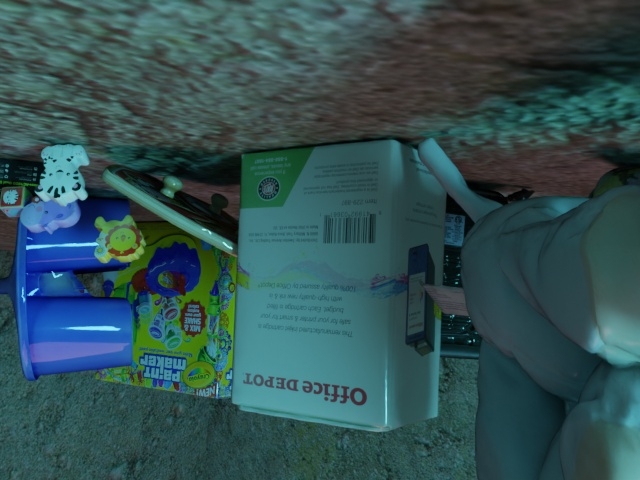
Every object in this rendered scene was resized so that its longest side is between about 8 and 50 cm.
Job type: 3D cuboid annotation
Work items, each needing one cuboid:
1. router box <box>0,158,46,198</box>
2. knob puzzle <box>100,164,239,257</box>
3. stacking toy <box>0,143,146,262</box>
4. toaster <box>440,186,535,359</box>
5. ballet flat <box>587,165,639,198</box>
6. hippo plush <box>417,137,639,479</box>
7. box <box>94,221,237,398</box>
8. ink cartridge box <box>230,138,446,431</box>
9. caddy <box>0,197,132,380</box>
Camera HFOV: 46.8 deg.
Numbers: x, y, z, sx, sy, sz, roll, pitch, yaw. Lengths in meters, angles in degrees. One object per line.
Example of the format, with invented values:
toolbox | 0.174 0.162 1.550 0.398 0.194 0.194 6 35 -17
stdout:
router box | -0.318 -0.057 0.765 0.122 0.038 0.092 5 174 -16
knob puzzle | -0.118 -0.034 0.699 0.213 0.030 0.213 30 -175 -3
stacking toy | -0.295 -0.023 0.700 0.221 0.052 0.167 -3 158 2
toaster | 0.097 0.025 0.725 0.185 0.168 0.110 6 177 -20
ballet flat | 0.284 -0.027 0.594 0.079 0.077 0.221 -23 165 36
hippo plush | 0.213 0.061 0.431 0.236 0.235 0.294 -5 -167 -8
box | -0.220 0.114 1.289 0.289 0.279 0.177 -1 174 33
ink cartridge box | 0.013 0.036 0.604 0.154 0.213 0.093 -1 174 36
caddy | -0.349 0.059 1.004 0.179 0.242 0.341 -2 176 -16
